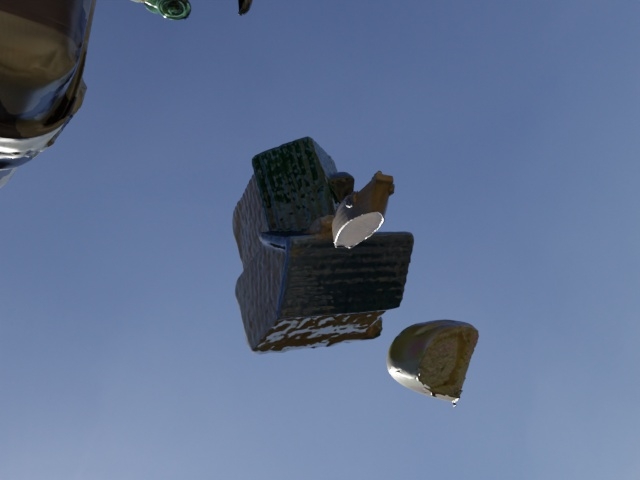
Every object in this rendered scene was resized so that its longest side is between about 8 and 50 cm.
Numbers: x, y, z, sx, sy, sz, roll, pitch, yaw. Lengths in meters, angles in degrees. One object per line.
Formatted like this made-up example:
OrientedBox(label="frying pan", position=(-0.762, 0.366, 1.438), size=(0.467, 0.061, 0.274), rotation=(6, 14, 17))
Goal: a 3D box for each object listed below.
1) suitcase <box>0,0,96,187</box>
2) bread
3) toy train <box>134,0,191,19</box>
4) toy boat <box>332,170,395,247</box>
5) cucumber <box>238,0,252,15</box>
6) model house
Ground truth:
OrientedBox(label="suitcase", position=(-0.309, -0.211, 0.392), size=(0.351, 0.194, 0.339), rotation=(19, -129, -32))
OrientedBox(label="bread", position=(0.212, 0.222, 1.257), size=(0.260, 0.156, 0.158), rotation=(67, -139, -72))
OrientedBox(label="toy train", position=(-0.268, -0.519, 1.174), size=(0.177, 0.285, 0.116), rotation=(20, -120, -40))
OrientedBox(label="toy boat", position=(0.043, -0.034, 0.724), size=(0.047, 0.149, 0.049), rotation=(7, -110, -14))
OrientedBox(label="cucumber", position=(-0.145, -0.505, 1.246), size=(0.033, 0.036, 0.184), rotation=(-2, -110, -7))
OrientedBox(label="model house", position=(0.000, 0.000, 1.390), size=(0.334, 0.342, 0.382), rotation=(-2, -124, -30))
